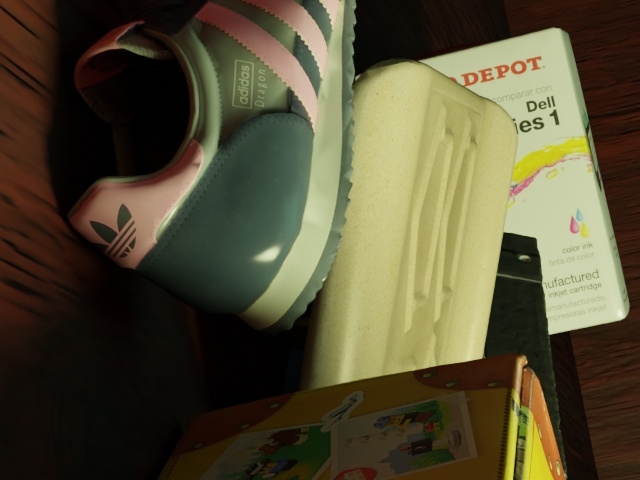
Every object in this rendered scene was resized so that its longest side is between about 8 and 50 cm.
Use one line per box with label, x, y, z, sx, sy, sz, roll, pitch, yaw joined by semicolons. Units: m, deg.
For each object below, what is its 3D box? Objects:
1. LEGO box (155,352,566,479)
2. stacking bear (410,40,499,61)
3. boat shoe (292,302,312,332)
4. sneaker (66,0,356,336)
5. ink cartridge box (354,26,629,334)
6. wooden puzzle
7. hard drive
LEGO box;0.030;0.310;0.783;0.500;0.193;0.372;-62;138;-73
stacking bear;0.189;-0.054;2.045;0.175;0.164;0.289;27;-47;44
boat shoe;0.000;0.000;1.320;0.152;0.056;0.049;-87;166;-52
sneaker;-0.059;-0.104;0.983;0.131;0.112;0.319;22;42;-24
ink cartridge box;0.161;-0.046;1.780;0.117;0.201;0.278;-16;93;-79
wooden puzzle;0.037;0.053;1.211;0.348;0.080;0.322;1;98;-74
hard drive;0.124;0.180;1.476;0.339;0.064;0.237;-89;-170;-54
